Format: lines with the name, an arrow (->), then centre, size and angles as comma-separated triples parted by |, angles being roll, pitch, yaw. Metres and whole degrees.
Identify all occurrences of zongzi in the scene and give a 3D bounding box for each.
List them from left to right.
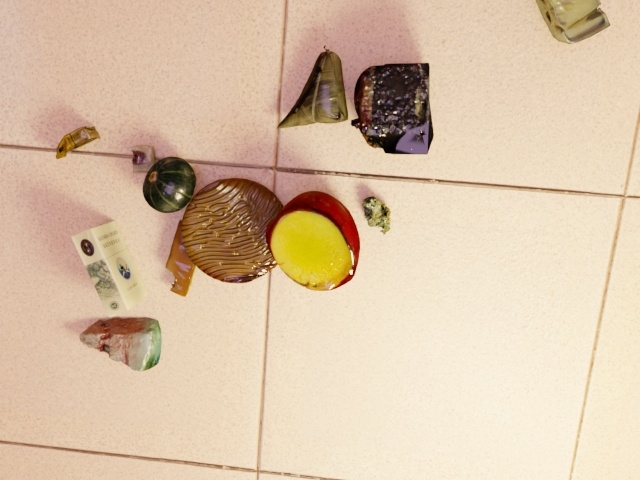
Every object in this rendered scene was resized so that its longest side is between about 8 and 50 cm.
zongzi -> -0.035, -0.420, 1.507 | 0.205, 0.094, 0.204 | -6, 97, 14

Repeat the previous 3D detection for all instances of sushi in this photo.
sushi -> 0.187, -0.347, 1.437 | 0.213, 0.215, 0.226 | 1, 102, 4

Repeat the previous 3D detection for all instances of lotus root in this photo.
lotus root -> 0.631, -0.624, 1.393 | 0.119, 0.138, 0.234 | -29, 98, 14

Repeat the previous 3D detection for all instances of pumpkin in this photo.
pumpkin -> -0.431, -0.159, 1.555 | 0.125, 0.167, 0.167 | 32, 103, -34

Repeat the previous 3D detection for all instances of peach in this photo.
peach -> 0.000, 0.000, 1.510 | 0.274, 0.245, 0.249 | 53, 140, -2

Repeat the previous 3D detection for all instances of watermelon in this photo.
watermelon -> -0.627, 0.309, 1.700 | 0.242, 0.094, 0.153 | 10, 94, 5

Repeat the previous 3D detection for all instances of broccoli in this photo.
broccoli -> 0.161, -0.073, 1.559 | 0.095, 0.092, 0.096 | 16, 120, 14

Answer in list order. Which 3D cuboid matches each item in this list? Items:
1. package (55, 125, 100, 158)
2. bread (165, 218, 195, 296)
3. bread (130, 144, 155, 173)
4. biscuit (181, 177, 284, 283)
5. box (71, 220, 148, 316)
package -> -0.718, -0.290, 1.587 | 0.131, 0.071, 0.047 | -25, 104, 10
bread -> -0.413, 0.052, 1.644 | 0.088, 0.049, 0.225 | 20, 102, -2
bread -> -0.522, -0.239, 1.601 | 0.070, 0.035, 0.083 | 2, 98, 2
biscuit -> -0.248, -0.027, 1.593 | 0.319, 0.040, 0.317 | -1, 99, -7
box -> -0.618, 0.079, 1.605 | 0.069, 0.164, 0.256 | -21, 99, 6
